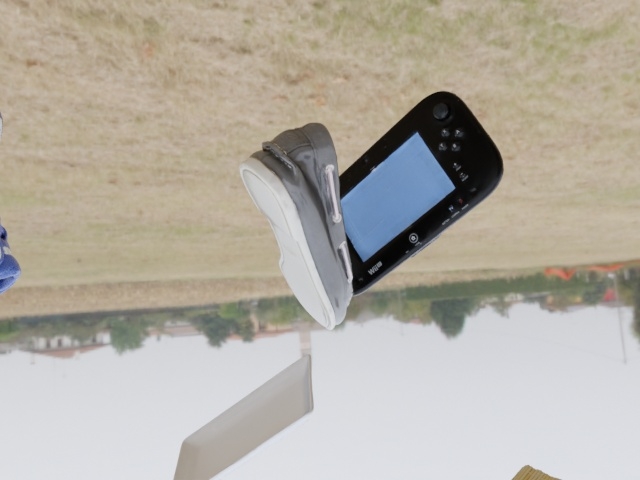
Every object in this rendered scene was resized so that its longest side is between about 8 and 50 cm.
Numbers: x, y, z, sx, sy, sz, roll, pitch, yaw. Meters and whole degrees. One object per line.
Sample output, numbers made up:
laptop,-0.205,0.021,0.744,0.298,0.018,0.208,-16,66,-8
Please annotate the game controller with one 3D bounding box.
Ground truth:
game controller,0.105,-0.058,0.867,0.067,0.166,0.319,12,136,-47

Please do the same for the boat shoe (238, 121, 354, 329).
boat shoe,0.000,0.000,0.735,0.095,0.112,0.335,-39,146,-15

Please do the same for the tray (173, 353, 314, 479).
tray,-0.112,0.289,0.918,0.270,0.030,0.145,-37,-161,12

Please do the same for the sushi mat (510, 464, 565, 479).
sushi mat,0.339,0.463,0.999,0.151,0.019,0.316,9,-166,39

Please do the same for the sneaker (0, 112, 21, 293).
sneaker,-0.352,-0.004,0.604,0.130,0.297,0.112,11,162,-5
